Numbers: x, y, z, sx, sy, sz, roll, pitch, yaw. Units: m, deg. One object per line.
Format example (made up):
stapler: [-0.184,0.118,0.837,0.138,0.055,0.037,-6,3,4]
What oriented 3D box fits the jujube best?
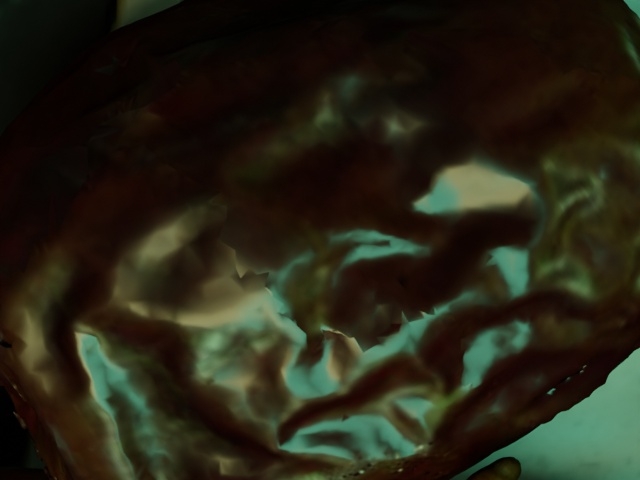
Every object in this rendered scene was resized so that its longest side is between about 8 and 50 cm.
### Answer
jujube: [0.000,0.000,0.651,0.243,0.183,0.183,-25,123,-6]

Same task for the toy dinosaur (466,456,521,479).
toy dinosaur: [0.011,0.150,0.651,0.432,0.097,0.208,-19,170,-45]

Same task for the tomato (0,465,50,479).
tomato: [-0.149,0.228,0.746,0.289,0.176,0.335,-51,130,-22]
